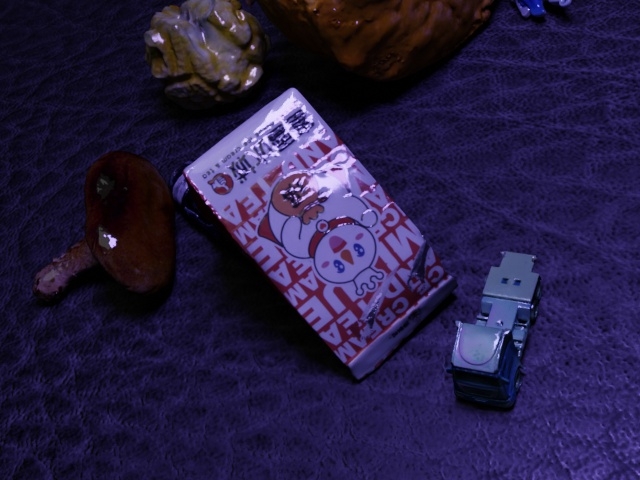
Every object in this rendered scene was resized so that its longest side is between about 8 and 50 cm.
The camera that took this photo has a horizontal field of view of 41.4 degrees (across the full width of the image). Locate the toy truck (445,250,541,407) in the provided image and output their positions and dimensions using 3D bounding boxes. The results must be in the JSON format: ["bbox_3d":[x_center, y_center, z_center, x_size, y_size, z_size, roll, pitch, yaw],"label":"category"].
[{"bbox_3d":[0.184,0.077,0.868,0.067,0.081,0.175,8,55,27],"label":"toy truck"}]

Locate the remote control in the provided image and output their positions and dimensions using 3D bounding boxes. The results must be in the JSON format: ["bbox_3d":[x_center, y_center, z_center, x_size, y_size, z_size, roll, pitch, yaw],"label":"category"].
[{"bbox_3d":[-0.126,-0.049,1.123,0.090,0.066,0.266,-42,48,-15],"label":"remote control"}]

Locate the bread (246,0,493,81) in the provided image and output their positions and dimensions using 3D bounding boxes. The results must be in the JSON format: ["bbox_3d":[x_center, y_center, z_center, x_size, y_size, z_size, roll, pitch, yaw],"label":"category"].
[{"bbox_3d":[0.088,-0.414,1.149,0.215,0.398,0.398,18,60,44],"label":"bread"}]

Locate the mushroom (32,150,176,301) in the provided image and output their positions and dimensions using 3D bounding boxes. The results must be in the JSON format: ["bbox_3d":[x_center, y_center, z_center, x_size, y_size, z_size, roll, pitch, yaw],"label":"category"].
[{"bbox_3d":[-0.303,0.001,1.131,0.217,0.148,0.227,-27,42,23],"label":"mushroom"}]

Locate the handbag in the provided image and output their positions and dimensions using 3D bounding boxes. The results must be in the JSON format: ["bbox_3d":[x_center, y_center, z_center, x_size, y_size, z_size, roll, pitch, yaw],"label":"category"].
[{"bbox_3d":[0.000,0.000,0.952,0.171,0.151,0.298,-39,82,-7],"label":"handbag"}]

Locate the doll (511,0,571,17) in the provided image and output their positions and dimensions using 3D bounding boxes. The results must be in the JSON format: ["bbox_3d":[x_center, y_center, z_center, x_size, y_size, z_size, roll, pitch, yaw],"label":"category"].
[{"bbox_3d":[0.303,-0.378,1.223,0.096,0.070,0.195,-53,41,17],"label":"doll"}]

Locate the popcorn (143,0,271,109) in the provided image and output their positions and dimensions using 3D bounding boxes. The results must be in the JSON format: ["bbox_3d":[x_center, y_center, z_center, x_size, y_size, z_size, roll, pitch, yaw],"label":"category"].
[{"bbox_3d":[-0.172,-0.295,1.288,0.187,0.167,0.185,-23,41,-1],"label":"popcorn"}]
